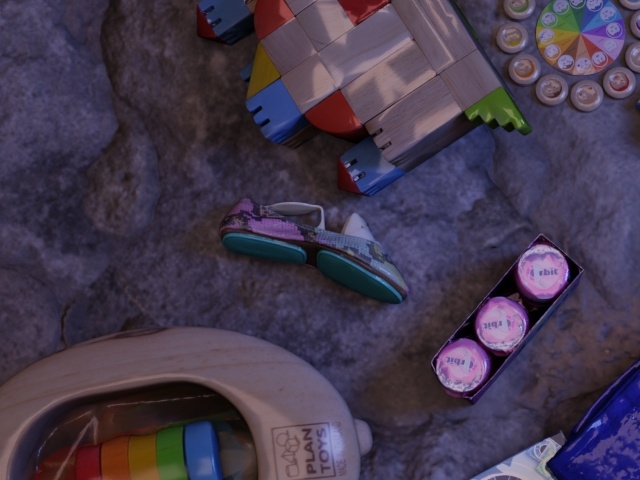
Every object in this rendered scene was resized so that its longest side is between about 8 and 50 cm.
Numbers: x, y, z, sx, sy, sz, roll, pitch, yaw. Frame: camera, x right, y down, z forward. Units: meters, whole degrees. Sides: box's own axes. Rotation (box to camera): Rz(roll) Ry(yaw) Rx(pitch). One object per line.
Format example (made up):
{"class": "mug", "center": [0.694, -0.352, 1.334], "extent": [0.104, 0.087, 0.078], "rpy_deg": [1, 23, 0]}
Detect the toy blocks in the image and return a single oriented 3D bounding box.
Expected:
{"class": "toy blocks", "center": [0.022, -0.204, 1.698], "extent": [0.261, 0.191, 0.381], "rpy_deg": [-34, 78, 12]}

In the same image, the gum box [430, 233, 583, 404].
{"class": "gum box", "center": [0.192, 0.089, 1.646], "extent": [0.062, 0.107, 0.188], "rpy_deg": [41, 87, 11]}

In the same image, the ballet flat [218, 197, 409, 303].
{"class": "ballet flat", "center": [0.000, 0.000, 1.706], "extent": [0.222, 0.077, 0.079], "rpy_deg": [17, 63, 9]}

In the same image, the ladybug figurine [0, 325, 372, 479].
{"class": "ladybug figurine", "center": [-0.165, 0.247, 1.630], "extent": [0.450, 0.162, 0.305], "rpy_deg": [-8, 79, 5]}

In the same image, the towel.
{"class": "towel", "center": [0.412, 0.253, 1.601], "extent": [0.308, 0.076, 0.227], "rpy_deg": [45, 93, 2]}

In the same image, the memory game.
{"class": "memory game", "center": [0.288, -0.233, 1.739], "extent": [0.186, 0.012, 0.186], "rpy_deg": [-1, 80, 6]}

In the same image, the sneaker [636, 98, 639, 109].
{"class": "sneaker", "center": [0.396, -0.111, 1.688], "extent": [0.059, 0.053, 0.144], "rpy_deg": [-28, 70, 0]}

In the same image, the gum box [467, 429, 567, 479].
{"class": "gum box", "center": [0.210, 0.312, 1.640], "extent": [0.184, 0.041, 0.157], "rpy_deg": [-28, 79, 0]}
